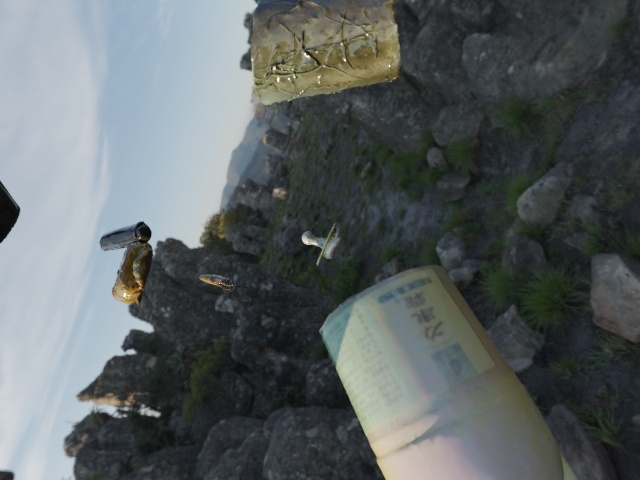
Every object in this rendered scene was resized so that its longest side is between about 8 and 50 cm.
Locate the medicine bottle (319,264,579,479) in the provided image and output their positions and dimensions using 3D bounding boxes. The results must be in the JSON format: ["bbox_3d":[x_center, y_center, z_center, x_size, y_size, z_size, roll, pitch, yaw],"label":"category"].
[{"bbox_3d":[0.185,0.262,0.581,0.405,0.236,0.235,62,144,27],"label":"medicine bottle"}]

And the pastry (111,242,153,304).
[{"bbox_3d":[-0.643,0.106,1.388,0.229,0.100,0.218,0,75,66],"label":"pastry"}]

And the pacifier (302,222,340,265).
[{"bbox_3d":[0.000,0.000,0.704,0.068,0.064,0.083,-64,-4,-60],"label":"pacifier"}]

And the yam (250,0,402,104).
[{"bbox_3d":[0.015,-0.460,0.943,0.241,0.349,0.240,-6,-90,-84],"label":"yam"}]

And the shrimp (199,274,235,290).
[{"bbox_3d":[-0.366,0.168,1.547,0.195,0.148,0.035,4,67,36],"label":"shrimp"}]

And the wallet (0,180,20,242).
[{"bbox_3d":[-0.783,-0.124,0.920,0.168,0.052,0.245,-121,13,-51],"label":"wallet"}]

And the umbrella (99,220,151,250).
[{"bbox_3d":[-0.304,-0.006,0.627,0.133,0.031,0.036,-7,91,39],"label":"umbrella"}]
